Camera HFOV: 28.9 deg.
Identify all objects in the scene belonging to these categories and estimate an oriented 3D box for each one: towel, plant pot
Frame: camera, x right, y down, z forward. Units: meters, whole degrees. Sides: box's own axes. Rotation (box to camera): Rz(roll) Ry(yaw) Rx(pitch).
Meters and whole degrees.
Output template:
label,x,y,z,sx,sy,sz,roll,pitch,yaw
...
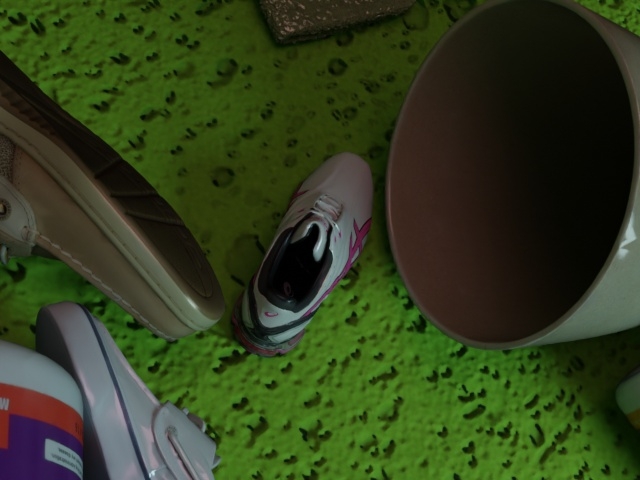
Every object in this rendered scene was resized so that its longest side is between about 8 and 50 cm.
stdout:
label,x,y,z,sx,sy,sz,roll,pitch,yaw
towel,0.004,-0.226,1.075,0.148,0.027,0.110,-21,74,-29
plant pot,0.234,-0.038,0.962,0.274,0.256,0.256,7,62,-36

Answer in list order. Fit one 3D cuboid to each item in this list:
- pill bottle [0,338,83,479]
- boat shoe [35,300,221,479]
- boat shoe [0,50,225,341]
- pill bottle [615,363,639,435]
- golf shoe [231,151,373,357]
label,x,y,z,sx,sy,sz,roll,pitch,yaw
pill bottle,-0.222,0.223,0.678,0.181,0.181,0.323,4,63,-18
boat shoe,-0.108,0.153,0.818,0.084,0.095,0.258,-21,84,-32
boat shoe,-0.211,-0.039,0.865,0.341,0.121,0.110,43,97,9
pill bottle,0.365,0.178,0.929,0.162,0.162,0.278,-31,79,-30
golf shoe,0.000,0.000,0.928,0.067,0.086,0.186,28,57,-3
